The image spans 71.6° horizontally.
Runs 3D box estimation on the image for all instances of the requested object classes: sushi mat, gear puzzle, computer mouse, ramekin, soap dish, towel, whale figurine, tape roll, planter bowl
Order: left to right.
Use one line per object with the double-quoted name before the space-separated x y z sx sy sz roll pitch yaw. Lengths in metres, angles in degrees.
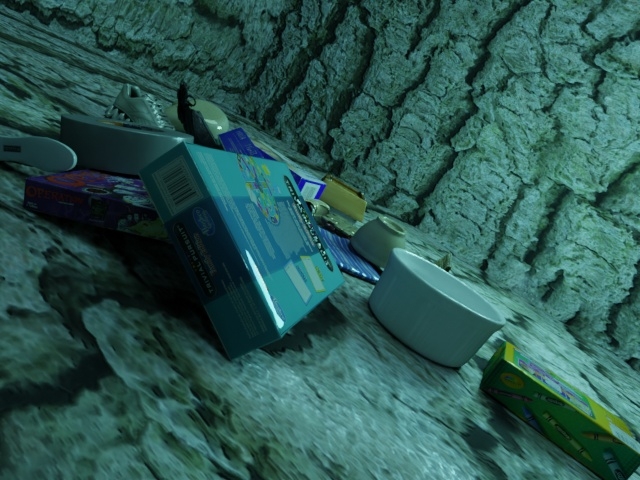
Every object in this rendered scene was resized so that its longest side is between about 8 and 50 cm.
"tape roll" -0.346 -0.172 0.804 0.219 0.072 0.219 11 13 -3
"whale figurine" -0.436 -0.364 1.438 0.272 0.141 0.216 -13 54 -37
"computer mouse" -0.349 -0.286 1.250 0.272 0.072 0.188 60 -19 6
"towel" 0.000 0.000 1.185 0.336 0.040 0.243 24 15 -26
"soap dish" 0.078 -0.174 1.817 0.229 0.118 0.291 30 12 -4
"gear puzzle" 0.151 0.021 1.437 0.339 0.044 0.175 35 15 11
"planter bowl" 0.182 -0.004 1.294 0.162 0.109 0.162 27 20 -11
"sushi mat" 0.316 0.096 1.290 0.019 0.151 0.316 58 17 5
"ramekin" 0.240 0.145 0.964 0.277 0.135 0.277 30 13 -8

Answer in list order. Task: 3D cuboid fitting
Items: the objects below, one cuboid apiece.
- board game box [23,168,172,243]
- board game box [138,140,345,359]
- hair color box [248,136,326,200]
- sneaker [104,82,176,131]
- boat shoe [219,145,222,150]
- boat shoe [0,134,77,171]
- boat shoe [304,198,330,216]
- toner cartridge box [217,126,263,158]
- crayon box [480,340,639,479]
"board game box" -0.276 -0.078 0.742 0.208 0.056 0.347 9 14 0
"board game box" -0.087 -0.002 0.673 0.253 0.079 0.336 64 16 2
"hair color box" -0.164 -0.258 1.629 0.339 0.110 0.185 35 15 24
"sneaker" -0.462 -0.325 1.209 0.292 0.118 0.110 36 12 15
"boat shoe" -0.309 -0.307 1.537 0.076 0.083 0.226 12 22 -50
"boat shoe" -0.429 -0.132 0.657 0.142 0.049 0.040 9 7 -3
"boat shoe" -0.038 -0.104 1.446 0.170 0.063 0.059 11 24 -30
"toner cartridge box" -0.186 -0.170 1.137 0.348 0.075 0.165 -126 -162 -60
"crayon box" 0.472 0.333 0.895 0.278 0.081 0.165 35 14 20
